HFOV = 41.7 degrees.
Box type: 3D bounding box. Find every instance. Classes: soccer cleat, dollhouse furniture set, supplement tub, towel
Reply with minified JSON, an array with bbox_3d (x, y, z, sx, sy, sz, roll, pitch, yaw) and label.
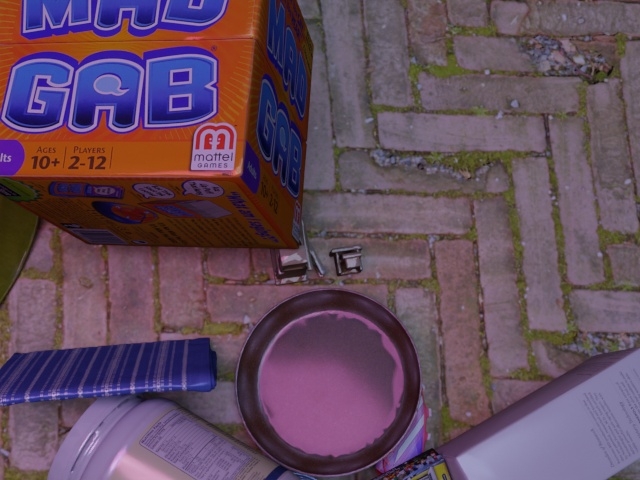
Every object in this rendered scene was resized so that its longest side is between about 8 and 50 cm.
[{"bbox_3d":[0.130,0.338,1.403,0.095,0.083,0.247,1,81,-14],"label":"soccer cleat"},{"bbox_3d":[0.000,0.000,1.413,0.161,0.182,0.101,-8,78,-8],"label":"dollhouse furniture set"},{"bbox_3d":[-0.215,0.382,1.257,0.325,0.235,0.235,27,75,13],"label":"supplement tub"},{"bbox_3d":[-0.328,0.207,1.304,0.336,0.243,0.040,-4,98,-8],"label":"towel"}]

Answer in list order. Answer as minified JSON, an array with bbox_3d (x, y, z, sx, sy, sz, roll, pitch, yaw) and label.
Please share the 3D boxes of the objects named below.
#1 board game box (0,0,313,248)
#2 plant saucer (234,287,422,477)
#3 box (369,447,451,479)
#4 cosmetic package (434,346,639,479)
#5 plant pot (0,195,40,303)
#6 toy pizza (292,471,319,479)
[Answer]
[{"bbox_3d":[-0.223,-0.202,1.209,0.357,0.356,0.356,2,76,10],"label":"board game box"},{"bbox_3d":[0.013,0.234,1.399,0.311,0.050,0.310,-2,72,7],"label":"plant saucer"},{"bbox_3d":[0.154,0.469,1.345,0.159,0.044,0.233,-24,107,-11],"label":"box"},{"bbox_3d":[0.379,0.328,1.378,0.366,0.197,0.155,-28,83,-11],"label":"cosmetic package"},{"bbox_3d":[-0.684,-0.055,1.284,0.353,0.366,0.366,22,75,11],"label":"plant pot"},{"bbox_3d":[-0.054,0.481,1.373,0.202,0.032,0.201,2,76,-7],"label":"toy pizza"}]
